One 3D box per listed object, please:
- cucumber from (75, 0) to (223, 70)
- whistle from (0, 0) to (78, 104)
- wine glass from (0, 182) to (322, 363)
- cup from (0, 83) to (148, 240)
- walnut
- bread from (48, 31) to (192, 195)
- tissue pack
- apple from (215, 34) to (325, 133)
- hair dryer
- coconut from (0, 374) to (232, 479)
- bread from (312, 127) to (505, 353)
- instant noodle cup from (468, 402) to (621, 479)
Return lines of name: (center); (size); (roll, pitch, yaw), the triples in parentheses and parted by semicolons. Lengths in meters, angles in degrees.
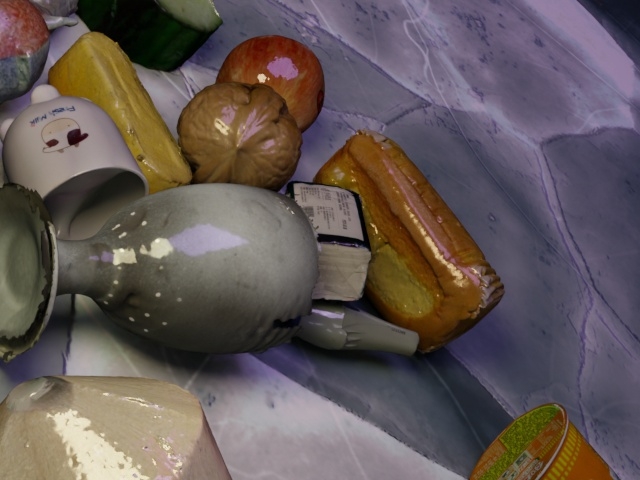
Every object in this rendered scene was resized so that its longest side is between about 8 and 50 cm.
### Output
cucumber: (-0.228, -0.329, 1.706); (0.191, 0.130, 0.191); (24, 43, -24)
whistle: (-0.363, -0.244, 1.495); (0.133, 0.142, 0.346); (59, 22, -18)
wine glass: (-0.169, 0.029, 1.319); (0.357, 0.190, 0.190); (2, 50, -43)
cup: (-0.291, -0.075, 1.393); (0.142, 0.173, 0.134); (59, 8, 27)
walnut: (-0.099, -0.119, 1.554); (0.155, 0.155, 0.184); (37, 2, -5)
bread: (-0.238, -0.133, 1.514); (0.102, 0.094, 0.245); (4, 49, -52)
tissue pack: (0.000, 0.000, 1.525); (0.103, 0.090, 0.170); (7, 27, -6)
apple: (-0.068, -0.197, 1.697); (0.146, 0.146, 0.131); (28, 46, -18)
hair dryer: (0.040, 0.076, 1.574); (0.167, 0.067, 0.199); (25, 28, -10)
coconut: (-0.185, 0.218, 1.042); (0.244, 0.239, 0.239); (65, 27, -25)
bread: (0.108, 0.001, 1.634); (0.119, 0.152, 0.288); (-8, 57, -53)
instant noodle cup: (0.286, 0.307, 1.479); (0.185, 0.168, 0.168); (43, 35, -10)
